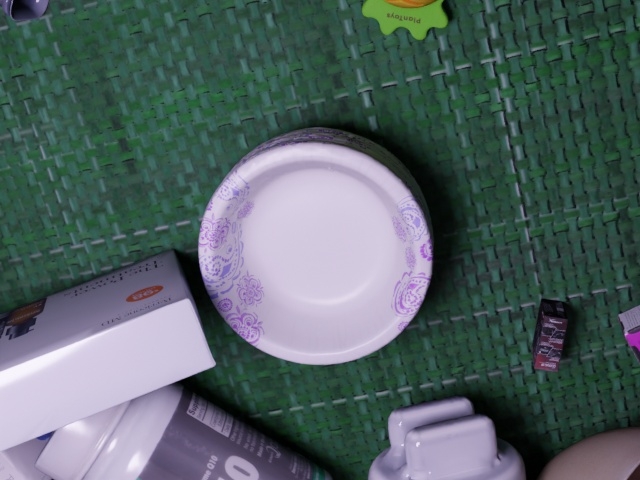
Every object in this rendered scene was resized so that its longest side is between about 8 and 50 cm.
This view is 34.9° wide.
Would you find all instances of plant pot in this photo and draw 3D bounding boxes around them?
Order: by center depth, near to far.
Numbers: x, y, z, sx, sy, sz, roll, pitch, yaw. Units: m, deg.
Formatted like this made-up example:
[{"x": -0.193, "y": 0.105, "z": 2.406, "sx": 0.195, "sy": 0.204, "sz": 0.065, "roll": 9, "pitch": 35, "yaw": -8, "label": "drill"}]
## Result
[{"x": 0.382, "y": 0.359, "z": 1.307, "sx": 0.284, "sy": 0.191, "sz": 0.284, "roll": -5, "pitch": 99, "yaw": -31, "label": "plant pot"}]

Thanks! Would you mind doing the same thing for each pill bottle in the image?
[{"x": -0.181, "y": 0.316, "z": 1.366, "sx": 0.361, "sy": 0.204, "sz": 0.204, "roll": 31, "pitch": 110, "yaw": -8, "label": "pill bottle"}]

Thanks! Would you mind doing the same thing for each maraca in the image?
[{"x": 0.103, "y": -0.316, "z": 1.184, "sx": 0.127, "sy": 0.099, "sz": 0.185, "roll": 13, "pitch": 135, "yaw": 11, "label": "maraca"}]

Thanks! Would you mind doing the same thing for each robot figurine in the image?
[{"x": 0.171, "y": 0.385, "z": 1.317, "sx": 0.200, "sy": 0.300, "sz": 0.353, "roll": -10, "pitch": 101, "yaw": -8, "label": "robot figurine"}]

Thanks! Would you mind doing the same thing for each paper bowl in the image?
[{"x": 0.000, "y": 0.000, "z": 1.275, "sx": 0.284, "sy": 0.148, "sz": 0.284, "roll": 2, "pitch": 109, "yaw": 7, "label": "paper bowl"}]

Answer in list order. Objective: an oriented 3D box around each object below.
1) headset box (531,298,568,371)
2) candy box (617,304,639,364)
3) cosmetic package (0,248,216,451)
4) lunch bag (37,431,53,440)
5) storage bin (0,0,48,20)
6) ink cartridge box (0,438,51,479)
[{"x": 0.297, "y": 0.126, "z": 1.326, "sx": 0.032, "sy": 0.062, "sz": 0.083, "roll": 9, "pitch": 110, "yaw": 5, "label": "headset box"}, {"x": 0.521, "y": 0.120, "z": 1.290, "sx": 0.233, "sy": 0.071, "sz": 0.159, "roll": -27, "pitch": 103, "yaw": 16, "label": "candy box"}, {"x": -0.330, "y": 0.142, "z": 1.237, "sx": 0.377, "sy": 0.284, "sz": 0.097, "roll": -21, "pitch": 107, "yaw": -8, "label": "cosmetic package"}, {"x": -0.388, "y": 0.224, "z": 1.445, "sx": 0.067, "sy": 0.065, "sz": 0.098, "roll": -18, "pitch": 107, "yaw": -11, "label": "lunch bag"}, {"x": -0.382, "y": -0.348, "z": 1.240, "sx": 0.091, "sy": 0.098, "sz": 0.135, "roll": 24, "pitch": 110, "yaw": 10, "label": "storage bin"}, {"x": -0.560, "y": 0.249, "z": 1.447, "sx": 0.207, "sy": 0.119, "sz": 0.353, "roll": -34, "pitch": 102, "yaw": 17, "label": "ink cartridge box"}]
